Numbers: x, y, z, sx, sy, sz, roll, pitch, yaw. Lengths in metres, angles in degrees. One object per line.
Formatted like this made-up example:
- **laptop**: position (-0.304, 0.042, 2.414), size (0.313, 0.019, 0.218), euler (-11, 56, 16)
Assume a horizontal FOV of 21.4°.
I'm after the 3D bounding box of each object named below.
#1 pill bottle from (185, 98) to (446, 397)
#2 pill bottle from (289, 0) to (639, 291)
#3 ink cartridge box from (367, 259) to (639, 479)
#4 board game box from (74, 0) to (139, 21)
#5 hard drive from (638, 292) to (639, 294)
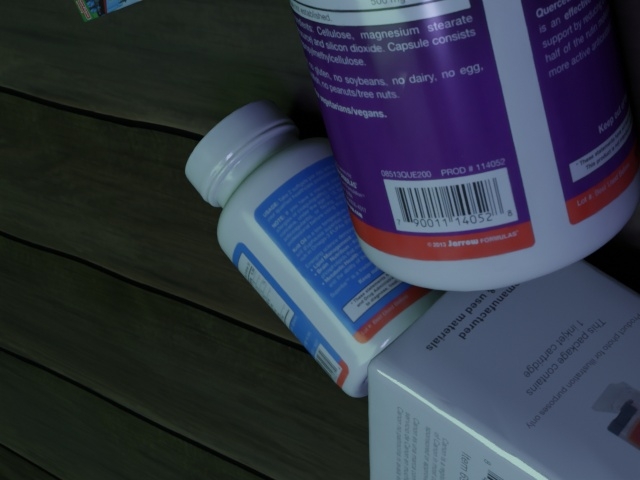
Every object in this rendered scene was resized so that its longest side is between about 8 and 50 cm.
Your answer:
- **pill bottle**: position (0.000, 0.000, 1.288), size (0.221, 0.124, 0.124), euler (49, 149, 15)
- **pill bottle**: position (0.074, -0.144, 0.984), size (0.181, 0.181, 0.323), euler (17, 131, 49)
- **ink cartridge box**: position (0.224, 0.211, 1.071), size (0.385, 0.160, 0.279), euler (34, 147, 27)
- **board game box**: position (-0.169, -0.271, 1.370), size (0.211, 0.039, 0.160), euler (-7, 111, 57)
- **hard drive**: position (0.256, 0.092, 1.093), size (0.094, 0.022, 0.135), euler (-16, 104, 59)
